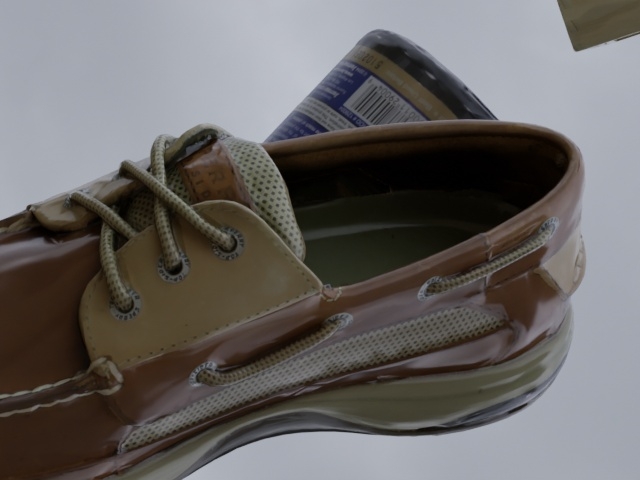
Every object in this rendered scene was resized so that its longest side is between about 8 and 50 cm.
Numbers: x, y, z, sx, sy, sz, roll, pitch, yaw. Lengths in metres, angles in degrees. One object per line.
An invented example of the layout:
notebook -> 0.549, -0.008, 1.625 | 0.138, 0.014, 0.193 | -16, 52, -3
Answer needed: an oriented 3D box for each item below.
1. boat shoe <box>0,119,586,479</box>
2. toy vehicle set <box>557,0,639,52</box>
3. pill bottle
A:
boat shoe -> -0.045, 0.011, 0.704 | 0.122, 0.324, 0.120 | 57, -34, 39
toy vehicle set -> 0.274, -0.166, 1.091 | 0.267, 0.166, 0.035 | -17, -87, 15
pill bottle -> 0.000, 0.000, 1.061 | 0.123, 0.219, 0.123 | 43, -5, 5
